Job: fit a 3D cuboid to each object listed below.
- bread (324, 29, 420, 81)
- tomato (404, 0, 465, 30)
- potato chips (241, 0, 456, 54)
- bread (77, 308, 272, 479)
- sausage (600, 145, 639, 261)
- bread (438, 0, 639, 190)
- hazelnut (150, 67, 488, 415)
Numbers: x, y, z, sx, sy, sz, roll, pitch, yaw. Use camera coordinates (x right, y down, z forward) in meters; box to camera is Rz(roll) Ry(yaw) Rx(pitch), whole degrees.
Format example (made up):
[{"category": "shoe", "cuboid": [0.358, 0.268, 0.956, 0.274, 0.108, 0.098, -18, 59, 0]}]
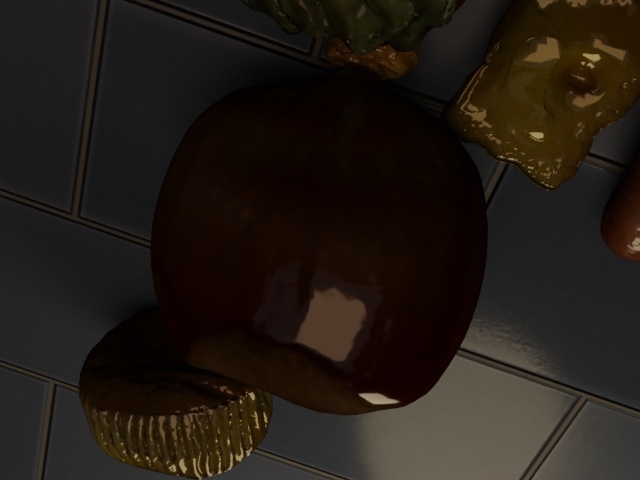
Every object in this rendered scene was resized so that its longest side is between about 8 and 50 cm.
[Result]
[{"category": "bread", "cuboid": [0.052, -0.201, 0.852, 0.083, 0.044, 0.110, 26, 169, -29]}, {"category": "tomato", "cuboid": [0.082, -0.275, 0.812, 0.155, 0.069, 0.155, 6, 125, 9]}, {"category": "potato chips", "cuboid": [-0.025, -0.358, 0.691, 0.358, 0.070, 0.429, 3, 130, 40]}, {"category": "bread", "cuboid": [-0.191, 0.200, 1.089, 0.253, 0.227, 0.142, 2, 121, 19]}, {"category": "sausage", "cuboid": [0.378, -0.140, 0.792, 0.094, 0.094, 0.419, 18, 135, 13]}, {"category": "bread", "cuboid": [0.246, -0.180, 0.833, 0.161, 0.088, 0.233, 28, 122, -13]}, {"category": "hazelnut", "cuboid": [-0.002, 0.009, 0.872, 0.366, 0.366, 0.366, 6, 124, 8]}]
